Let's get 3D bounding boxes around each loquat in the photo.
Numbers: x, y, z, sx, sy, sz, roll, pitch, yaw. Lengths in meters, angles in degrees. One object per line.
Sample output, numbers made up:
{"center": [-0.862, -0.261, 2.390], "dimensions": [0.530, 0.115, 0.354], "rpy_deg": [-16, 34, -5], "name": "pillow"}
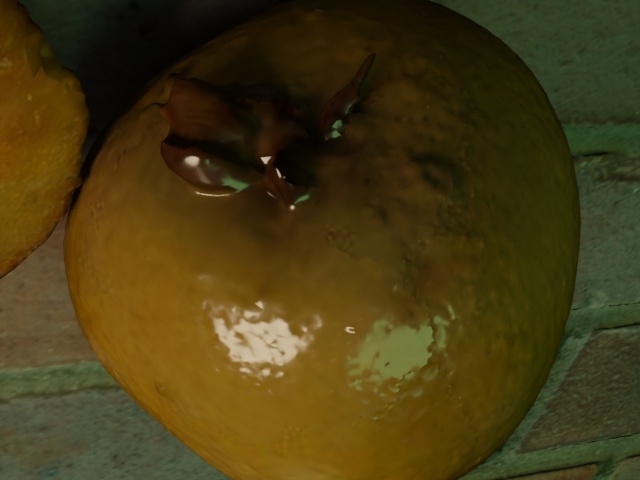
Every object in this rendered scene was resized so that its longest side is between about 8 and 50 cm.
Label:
{"center": [0.000, 0.000, 0.819], "dimensions": [0.275, 0.275, 0.275], "rpy_deg": [-22, 143, -18], "name": "loquat"}

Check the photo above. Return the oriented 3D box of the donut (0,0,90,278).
{"center": [-0.231, -0.035, 0.713], "dimensions": [0.253, 0.118, 0.253], "rpy_deg": [-20, 142, -16], "name": "donut"}
